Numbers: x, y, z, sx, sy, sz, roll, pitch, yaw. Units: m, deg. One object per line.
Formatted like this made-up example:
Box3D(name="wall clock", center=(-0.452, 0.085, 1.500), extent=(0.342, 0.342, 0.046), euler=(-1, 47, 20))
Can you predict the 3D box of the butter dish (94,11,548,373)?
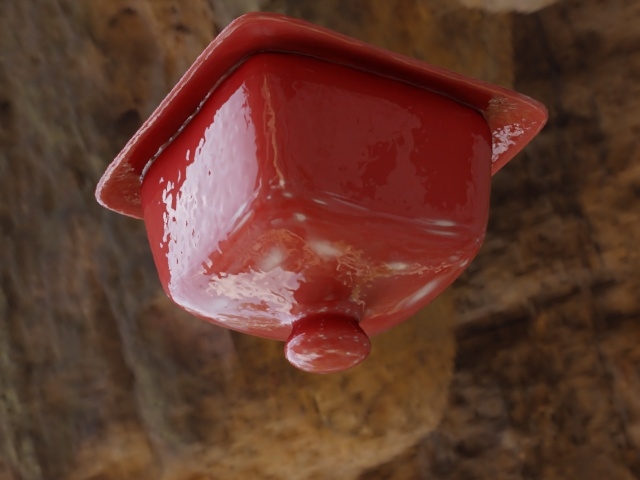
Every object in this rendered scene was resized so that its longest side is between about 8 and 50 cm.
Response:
Box3D(name="butter dish", center=(0.000, 0.000, 0.612), extent=(0.160, 0.160, 0.118), euler=(15, -124, -28))
